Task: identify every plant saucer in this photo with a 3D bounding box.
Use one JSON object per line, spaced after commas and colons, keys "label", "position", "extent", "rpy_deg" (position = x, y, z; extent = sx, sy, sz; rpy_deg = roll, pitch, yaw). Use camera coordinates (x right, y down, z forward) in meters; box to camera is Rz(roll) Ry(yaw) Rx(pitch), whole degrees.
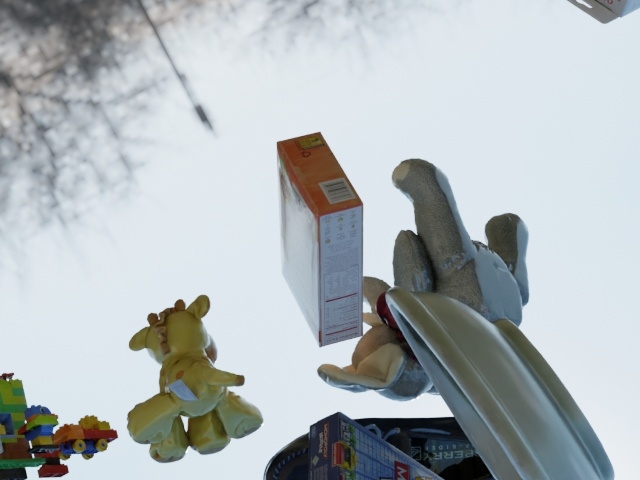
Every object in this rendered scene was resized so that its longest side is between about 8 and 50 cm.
{"label": "plant saucer", "position": [0.218, 0.197, 1.735], "extent": [0.100, 0.400, 0.400], "rpy_deg": [-34, -163, -2]}

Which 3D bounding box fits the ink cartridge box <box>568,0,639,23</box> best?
{"label": "ink cartridge box", "position": [0.382, -0.349, 2.065], "extent": [0.180, 0.104, 0.060], "rpy_deg": [-30, 150, -45]}

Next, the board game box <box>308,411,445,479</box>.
{"label": "board game box", "position": [0.076, 0.324, 1.895], "extent": [0.060, 0.194, 0.194], "rpy_deg": [-32, -133, 42]}

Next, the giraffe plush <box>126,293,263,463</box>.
{"label": "giraffe plush", "position": [-0.186, 0.176, 2.177], "extent": [0.181, 0.210, 0.170], "rpy_deg": [-13, -127, -6]}

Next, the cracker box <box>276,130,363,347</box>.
{"label": "cracker box", "position": [0.000, 0.000, 2.052], "extent": [0.067, 0.232, 0.155], "rpy_deg": [-14, -136, -15]}

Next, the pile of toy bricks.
{"label": "pile of toy bricks", "position": [-0.326, 0.186, 1.678], "extent": [0.118, 0.105, 0.212], "rpy_deg": [-31, 155, 35]}

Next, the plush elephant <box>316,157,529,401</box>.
{"label": "plush elephant", "position": [0.138, 0.104, 2.143], "extent": [0.255, 0.330, 0.272], "rpy_deg": [-27, 150, 30]}

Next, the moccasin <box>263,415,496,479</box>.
{"label": "moccasin", "position": [0.098, 0.280, 2.067], "extent": [0.342, 0.137, 0.117], "rpy_deg": [-12, -175, -15]}
